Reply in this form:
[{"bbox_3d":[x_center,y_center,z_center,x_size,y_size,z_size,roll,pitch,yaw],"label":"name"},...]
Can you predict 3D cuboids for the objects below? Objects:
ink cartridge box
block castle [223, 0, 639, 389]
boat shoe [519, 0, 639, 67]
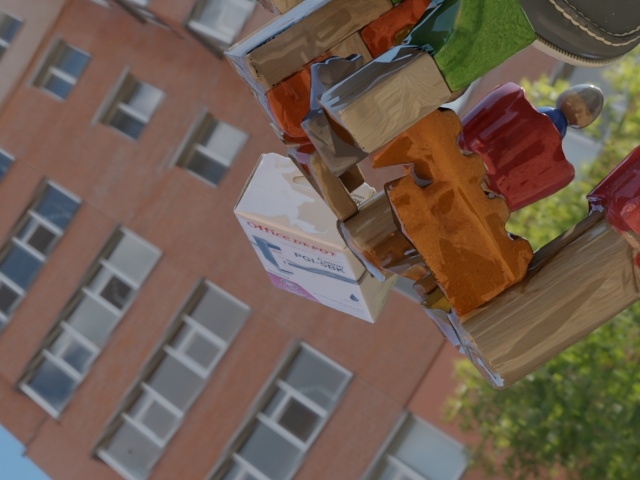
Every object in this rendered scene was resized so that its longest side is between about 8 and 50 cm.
[{"bbox_3d":[0.000,0.000,0.997,0.056,0.099,0.135,-63,-23,-20],"label":"ink cartridge box"},{"bbox_3d":[0.047,-0.170,0.731,0.213,0.303,0.453,-34,-70,-5],"label":"block castle"},{"bbox_3d":[0.121,-0.241,0.774,0.116,0.099,0.319,-42,-71,-21],"label":"boat shoe"}]
